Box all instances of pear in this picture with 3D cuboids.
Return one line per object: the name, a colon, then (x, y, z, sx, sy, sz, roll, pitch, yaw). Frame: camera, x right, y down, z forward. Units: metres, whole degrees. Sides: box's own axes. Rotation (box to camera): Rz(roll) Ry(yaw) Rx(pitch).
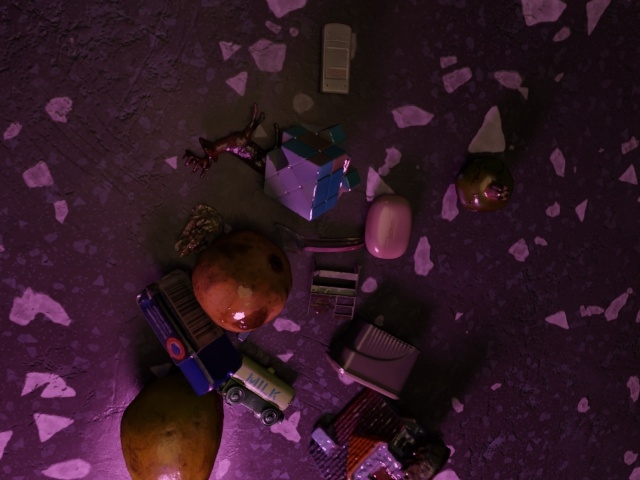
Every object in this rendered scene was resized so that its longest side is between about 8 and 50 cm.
pear: (-0.405, 0.553, 1.371, 0.287, 0.287, 0.375, -4, 67, -12)

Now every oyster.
oyster: (-0.343, -0.018, 1.414, 0.108, 0.053, 0.165, 33, 86, -27)

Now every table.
table: (0.036, 0.148, 1.527, 0.146, 0.062, 0.175, 7, 99, -14)

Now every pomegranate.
pomegranate: (0.507, -0.162, 1.492, 0.180, 0.209, 0.180, -3, 106, -12)
pomegranate: (-0.212, 0.112, 1.355, 0.281, 0.281, 0.281, -3, 102, -12)

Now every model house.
model house: (0.165, 0.659, 1.580, 0.360, 0.297, 0.339, -46, 76, 0)

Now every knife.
knife: (0.000, 0.001, 1.491, 0.278, 0.123, 0.053, 5, 133, -25)

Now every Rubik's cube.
Rubik's cube: (-0.014, -0.187, 1.362, 0.213, 0.224, 0.265, -36, 149, -42)

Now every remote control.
remote control: (0.043, -0.516, 1.406, 0.088, 0.029, 0.190, -2, 102, -13)

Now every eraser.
eraser: (-0.358, 0.247, 1.368, 0.101, 0.155, 0.332, -34, 89, 32)

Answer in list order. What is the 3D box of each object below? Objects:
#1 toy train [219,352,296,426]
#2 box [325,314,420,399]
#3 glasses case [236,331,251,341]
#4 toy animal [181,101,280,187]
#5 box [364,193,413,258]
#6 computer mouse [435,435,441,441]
toy train: (-0.192, 0.461, 1.530, 0.253, 0.105, 0.157, 39, 77, -17)
box: (0.170, 0.365, 1.575, 0.274, 0.138, 0.178, 31, 88, -19)
glasses case: (-0.224, 0.268, 1.513, 0.033, 0.023, 0.083, 37, 90, -12)
toy animal: (-0.222, -0.249, 1.374, 0.243, 0.087, 0.260, 35, 89, -15)
box: (0.209, -0.042, 1.513, 0.146, 0.088, 0.200, 3, 100, -13)
computer mouse: (0.368, 0.727, 1.733, 0.135, 0.047, 0.079, -7, 104, -13)
